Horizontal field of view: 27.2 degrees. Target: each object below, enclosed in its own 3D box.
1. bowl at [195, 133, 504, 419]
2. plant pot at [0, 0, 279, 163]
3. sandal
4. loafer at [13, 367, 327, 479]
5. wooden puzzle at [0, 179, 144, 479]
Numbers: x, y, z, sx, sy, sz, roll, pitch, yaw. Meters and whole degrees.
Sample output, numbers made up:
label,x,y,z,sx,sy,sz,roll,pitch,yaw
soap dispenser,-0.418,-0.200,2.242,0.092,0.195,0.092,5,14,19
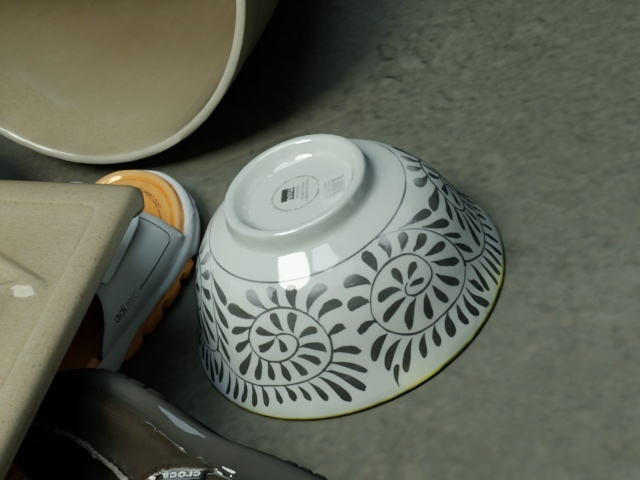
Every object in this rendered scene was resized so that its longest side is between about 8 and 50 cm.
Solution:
label,x,y,z,sx,sy,sz,roll,pitch,yaw
bowl,0.000,0.000,0.666,0.170,0.080,0.170,-16,40,14
plant pot,-0.113,-0.226,0.887,0.257,0.256,0.274,-4,28,26
sandal,-0.146,0.037,0.708,0.102,0.076,0.265,-4,43,26
loafer,-0.068,0.119,0.567,0.220,0.080,0.078,14,52,39
wooden puzzle,-0.272,0.075,0.577,0.322,0.080,0.347,3,32,10
